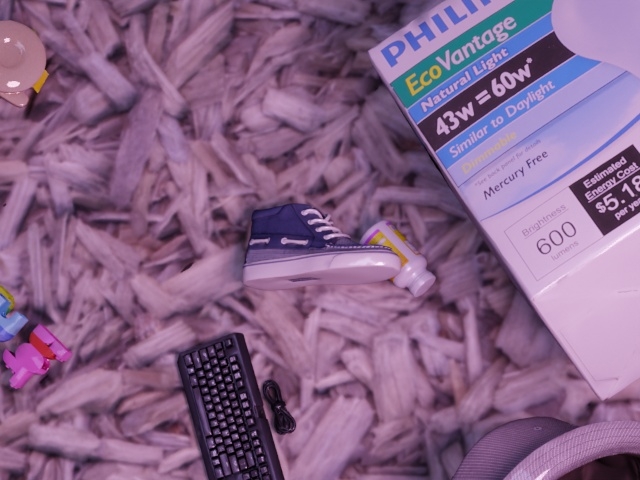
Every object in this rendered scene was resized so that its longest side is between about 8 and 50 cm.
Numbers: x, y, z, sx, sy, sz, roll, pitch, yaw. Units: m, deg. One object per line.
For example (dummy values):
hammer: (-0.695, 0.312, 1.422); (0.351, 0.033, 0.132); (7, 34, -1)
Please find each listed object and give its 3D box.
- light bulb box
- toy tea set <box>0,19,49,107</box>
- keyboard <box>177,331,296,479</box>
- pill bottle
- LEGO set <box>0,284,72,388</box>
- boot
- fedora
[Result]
light bulb box: (0.297, -0.111, 1.752); (0.358, 0.225, 0.361); (-34, 51, 4)
toy tea set: (-0.460, -0.127, 2.053); (0.200, 0.124, 0.336); (32, 68, -8)
keyboard: (-0.083, 0.188, 1.935); (0.108, 0.023, 0.180); (-19, 74, 8)
pill bottle: (0.082, 0.020, 1.923); (0.043, 0.043, 0.083); (-44, 71, 1)
LEGO set: (-0.392, 0.078, 2.003); (0.227, 0.087, 0.093); (42, 89, 20)
boot: (0.000, 0.000, 1.917); (0.190, 0.069, 0.086); (-5, 72, 31)
fedora: (0.222, 0.254, 1.757); (0.124, 0.275, 0.244); (41, 127, 46)
